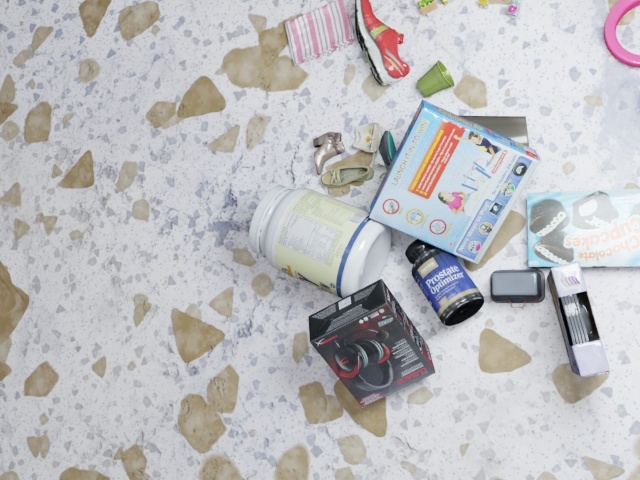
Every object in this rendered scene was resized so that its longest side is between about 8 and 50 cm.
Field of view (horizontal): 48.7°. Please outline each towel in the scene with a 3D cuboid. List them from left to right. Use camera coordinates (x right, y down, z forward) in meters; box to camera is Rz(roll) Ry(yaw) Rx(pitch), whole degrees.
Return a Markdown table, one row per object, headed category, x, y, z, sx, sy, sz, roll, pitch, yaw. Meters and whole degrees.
| category | x | y | z | sx | sy | sz | roll | pitch | yaw |
| --- | --- | --- | --- | --- | --- | --- | --- | --- | --- |
| towel | -0.006 | -0.607 | 2.053 | 0.196 | 0.029 | 0.144 | -17 | 77 | 17 |

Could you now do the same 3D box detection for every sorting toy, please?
| category | x | y | z | sx | sy | sz | roll | pitch | yaw |
| --- | --- | --- | --- | --- | --- | --- | --- | --- | --- |
| sorting toy | 0.126 | -0.283 | 1.957 | 0.075 | 0.045 | 0.083 | 8 | 86 | 28 |

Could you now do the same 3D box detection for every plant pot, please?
| category | x | y | z | sx | sy | sz | roll | pitch | yaw |
| --- | --- | --- | --- | --- | --- | --- | --- | --- | --- |
| plant pot | 0.304 | -0.426 | 1.894 | 0.079 | 0.083 | 0.083 | -31 | 73 | 26 |

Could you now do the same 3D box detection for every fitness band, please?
| category | x | y | z | sx | sy | sz | roll | pitch | yaw |
| --- | --- | --- | --- | --- | --- | --- | --- | --- | --- |
| fitness band | 0.842 | -0.530 | 1.717 | 0.290 | 0.054 | 0.209 | -18 | 77 | 16 |

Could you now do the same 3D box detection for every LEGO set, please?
| category | x | y | z | sx | sy | sz | roll | pitch | yaw |
| --- | --- | --- | --- | --- | --- | --- | --- | --- | --- |
| LEGO set | 0.394 | -0.669 | 1.872 | 0.286 | 0.107 | 0.132 | 9 | 86 | 21 |

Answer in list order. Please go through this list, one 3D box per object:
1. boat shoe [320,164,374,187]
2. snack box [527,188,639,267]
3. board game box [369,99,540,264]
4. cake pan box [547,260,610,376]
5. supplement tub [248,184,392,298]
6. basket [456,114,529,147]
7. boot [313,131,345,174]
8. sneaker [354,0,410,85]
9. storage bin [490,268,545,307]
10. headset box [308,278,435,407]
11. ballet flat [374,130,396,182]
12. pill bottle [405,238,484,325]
| category | x | y | z | sx | sy | sz | roll | pitch | yaw |
| --- | --- | --- | --- | --- | --- | --- | --- | --- | --- |
| boat shoe | 0.069 | -0.181 | 1.958 | 0.152 | 0.048 | 0.056 | -4 | 81 | 20 |
| snack box | 0.668 | -0.027 | 1.710 | 0.321 | 0.060 | 0.187 | -2 | 83 | 20 |
| board game box | 0.316 | -0.137 | 1.716 | 0.301 | 0.086 | 0.308 | 24 | 116 | -4 |
| cake pan box | 0.581 | 0.181 | 1.605 | 0.070 | 0.267 | 0.246 | -16 | 80 | 13 |
| supplement tub | 0.000 | 0.000 | 1.859 | 0.324 | 0.235 | 0.236 | 22 | 91 | 22 |
| basket | 0.410 | -0.236 | 1.790 | 0.226 | 0.154 | 0.205 | -7 | 81 | 16 |
| boot | 0.026 | -0.248 | 1.989 | 0.086 | 0.042 | 0.119 | -8 | 87 | 11 |
| sneaker | 0.170 | -0.561 | 1.961 | 0.118 | 0.107 | 0.279 | -19 | 79 | -2 |
| storage bin | 0.481 | 0.117 | 1.744 | 0.135 | 0.091 | 0.098 | -2 | 82 | 21 |
| headset box | 0.136 | 0.271 | 1.773 | 0.218 | 0.110 | 0.293 | -28 | 119 | 13 |
| ballet flat | 0.183 | -0.196 | 1.908 | 0.074 | 0.074 | 0.203 | -20 | 79 | 17 |
| pill bottle | 0.307 | 0.096 | 1.785 | 0.122 | 0.123 | 0.219 | -37 | 59 | 12 |
